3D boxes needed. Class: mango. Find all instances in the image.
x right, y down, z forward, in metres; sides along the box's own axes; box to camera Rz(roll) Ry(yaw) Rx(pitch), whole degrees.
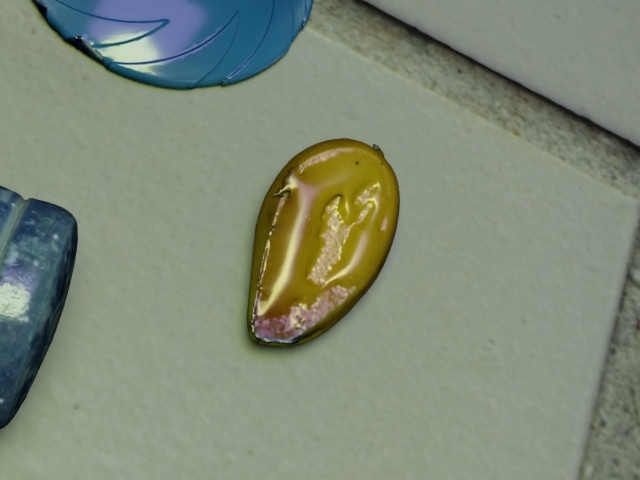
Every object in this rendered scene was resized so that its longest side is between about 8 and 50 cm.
[{"bbox_3d":[0.000,0.000,0.939,0.101,0.066,0.187,30,64,-13],"label":"mango"}]

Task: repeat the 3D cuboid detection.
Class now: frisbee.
[{"bbox_3d":[-0.116,-0.231,1.020,0.242,0.045,0.242,8,64,-17],"label":"frisbee"}]

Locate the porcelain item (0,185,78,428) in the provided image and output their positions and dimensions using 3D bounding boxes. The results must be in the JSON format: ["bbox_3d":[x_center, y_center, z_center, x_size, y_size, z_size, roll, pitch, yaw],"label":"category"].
[{"bbox_3d":[-0.217,0.036,0.796,0.114,0.147,0.147,20,61,-11],"label":"porcelain item"}]
